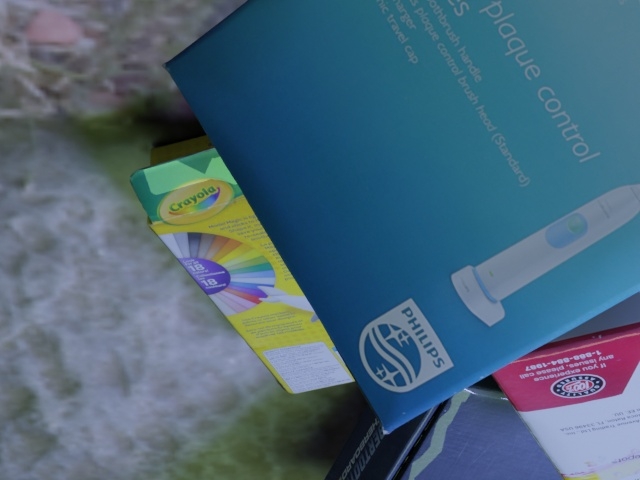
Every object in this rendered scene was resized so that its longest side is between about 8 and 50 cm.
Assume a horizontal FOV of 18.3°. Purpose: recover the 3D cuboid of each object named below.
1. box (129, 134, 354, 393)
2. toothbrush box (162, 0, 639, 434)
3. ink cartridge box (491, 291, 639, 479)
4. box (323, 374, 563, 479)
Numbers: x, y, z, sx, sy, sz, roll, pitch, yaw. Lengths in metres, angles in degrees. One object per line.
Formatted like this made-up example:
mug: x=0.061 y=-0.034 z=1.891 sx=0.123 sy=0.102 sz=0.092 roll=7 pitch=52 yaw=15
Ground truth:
box: x=0.000 y=0.000 z=0.832 sx=0.105 sy=0.043 sz=0.179 roll=-13 pitch=147 yaw=16
toothbrush box: x=0.138 y=-0.091 z=0.537 sx=0.295 sy=0.126 sz=0.216 roll=-32 pitch=178 yaw=38
ink cartridge box: x=0.146 y=0.024 z=0.798 sx=0.128 sy=0.127 sz=0.176 roll=-15 pitch=144 yaw=16
box: x=0.116 y=0.141 z=0.987 sx=0.232 sy=0.059 sz=0.183 roll=15 pitch=122 yaw=-24
